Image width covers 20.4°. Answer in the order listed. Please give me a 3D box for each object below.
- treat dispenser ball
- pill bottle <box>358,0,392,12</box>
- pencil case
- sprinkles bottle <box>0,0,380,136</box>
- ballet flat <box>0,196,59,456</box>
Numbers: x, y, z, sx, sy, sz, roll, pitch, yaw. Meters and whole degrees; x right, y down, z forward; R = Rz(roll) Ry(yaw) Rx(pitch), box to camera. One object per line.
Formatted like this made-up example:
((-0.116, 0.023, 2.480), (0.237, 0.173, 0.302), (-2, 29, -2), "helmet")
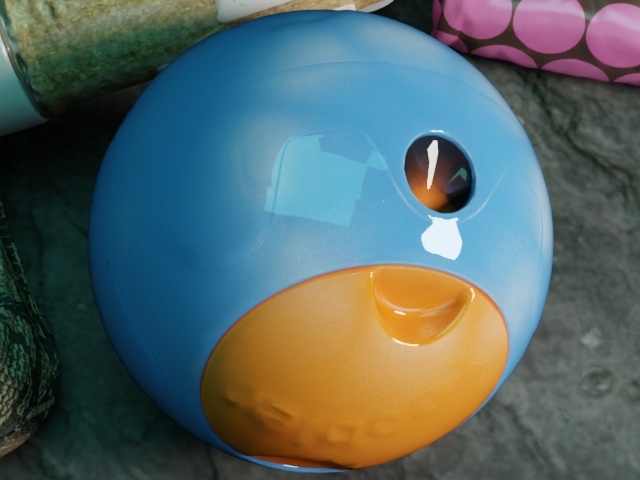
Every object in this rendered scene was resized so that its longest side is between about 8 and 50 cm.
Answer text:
((0.000, 0.000, 1.104), (0.288, 0.288, 0.288), (0, 64, 0), "treat dispenser ball")
((0.023, -0.312, 1.335), (0.152, 0.152, 0.272), (5, 64, 3), "pill bottle")
((0.189, -0.173, 1.303), (0.209, 0.095, 0.098), (15, 49, 5), "pencil case")
((-0.080, -0.177, 1.174), (0.355, 0.121, 0.121), (-18, 65, 3), "sprinkles bottle")
((-0.300, -0.083, 1.207), (0.164, 0.182, 0.483), (-20, 65, -13), "ballet flat")
